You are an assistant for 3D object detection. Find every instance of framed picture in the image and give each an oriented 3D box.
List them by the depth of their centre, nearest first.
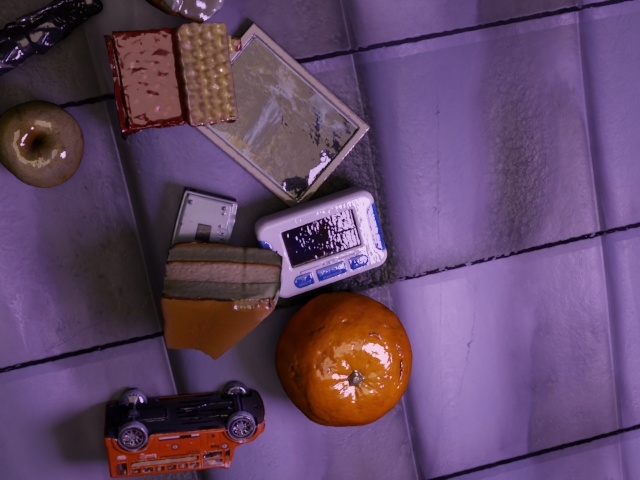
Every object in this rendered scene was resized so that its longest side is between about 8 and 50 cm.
[{"bbox_3d":[-0.091,-0.245,1.758,0.324,0.020,0.240,41,93,-16],"label":"framed picture"}]

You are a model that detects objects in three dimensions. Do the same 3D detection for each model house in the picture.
[{"bbox_3d":[-0.266,-0.303,1.629,0.254,0.160,0.196,-9,96,-5],"label":"model house"}]

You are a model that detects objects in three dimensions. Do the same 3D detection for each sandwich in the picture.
[{"bbox_3d":[-0.193,0.124,1.719,0.227,0.155,0.198,3,136,-3],"label":"sandwich"}]

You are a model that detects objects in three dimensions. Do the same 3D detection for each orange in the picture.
[{"bbox_3d":[0.049,0.247,1.790,0.283,0.226,0.284,-1,103,-5],"label":"orange"}]

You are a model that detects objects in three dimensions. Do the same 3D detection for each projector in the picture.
[{"bbox_3d":[-0.239,-0.023,1.760,0.115,0.061,0.147,13,101,-15],"label":"projector"}]

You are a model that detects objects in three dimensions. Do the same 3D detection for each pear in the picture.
[{"bbox_3d":[-0.530,-0.183,1.630,0.167,0.136,0.167,-2,99,-10],"label":"pear"}]

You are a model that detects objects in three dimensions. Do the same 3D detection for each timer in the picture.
[{"bbox_3d":[0.000,0.000,1.792,0.253,0.078,0.178,-18,112,-6],"label":"timer"}]

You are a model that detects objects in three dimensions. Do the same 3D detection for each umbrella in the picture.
[{"bbox_3d":[-0.571,-0.373,1.596,0.357,0.113,0.106,-33,134,-7],"label":"umbrella"}]

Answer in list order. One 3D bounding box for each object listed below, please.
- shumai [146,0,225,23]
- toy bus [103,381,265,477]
[{"bbox_3d":[-0.213,-0.563,1.539,0.397,0.324,0.323,26,112,-10],"label":"shumai"},{"bbox_3d":[-0.280,0.401,1.812,0.329,0.143,0.153,-4,113,-11],"label":"toy bus"}]
